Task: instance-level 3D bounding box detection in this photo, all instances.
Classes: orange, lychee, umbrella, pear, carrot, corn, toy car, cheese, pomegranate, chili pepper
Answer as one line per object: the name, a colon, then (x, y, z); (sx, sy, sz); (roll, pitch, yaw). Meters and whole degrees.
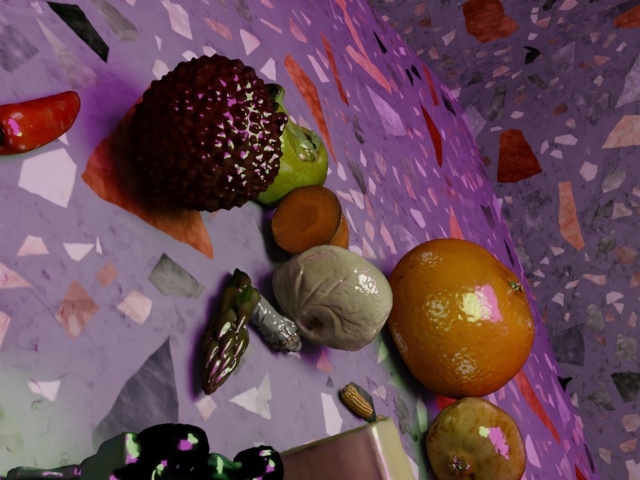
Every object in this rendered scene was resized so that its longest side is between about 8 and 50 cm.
orange: (0.359, 0.191, 1.718); (0.424, 0.326, 0.424); (45, 30, -36)
lychee: (-0.178, -0.180, 1.146); (0.300, 0.264, 0.264); (-23, 85, -29)
umbrella: (-0.085, 0.160, 1.247); (0.143, 0.062, 0.067); (47, -1, -28)
pear: (-0.082, -0.175, 1.448); (0.255, 0.164, 0.238); (47, 28, -32)
carrot: (0.000, 0.000, 1.451); (0.225, 0.159, 0.159); (55, 20, -59)
corn: (0.075, 0.334, 1.392); (0.092, 0.037, 0.037); (48, 30, -27)
toy car: (-0.170, 0.348, 0.790); (0.359, 0.176, 0.213); (36, 37, -49)
cheese: (0.037, 0.427, 0.999); (0.124, 0.242, 0.265); (7, 60, -60)
pomegranate: (0.359, 0.489, 1.565); (0.248, 0.248, 0.248); (42, 33, -36)
chili pepper: (-0.407, -0.169, 0.959); (0.272, 0.063, 0.071); (-59, 131, -63)

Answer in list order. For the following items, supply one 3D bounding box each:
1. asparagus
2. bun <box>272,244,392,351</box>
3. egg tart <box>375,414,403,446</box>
asparagus: (-0.148, 0.139, 1.123); (0.080, 0.080, 0.287); (50, 33, -25)
bun: (0.018, 0.129, 1.313); (0.244, 0.244, 0.153); (49, 49, -27)
egg tart: (0.133, 0.420, 1.415); (0.105, 0.039, 0.105); (43, 32, -36)
